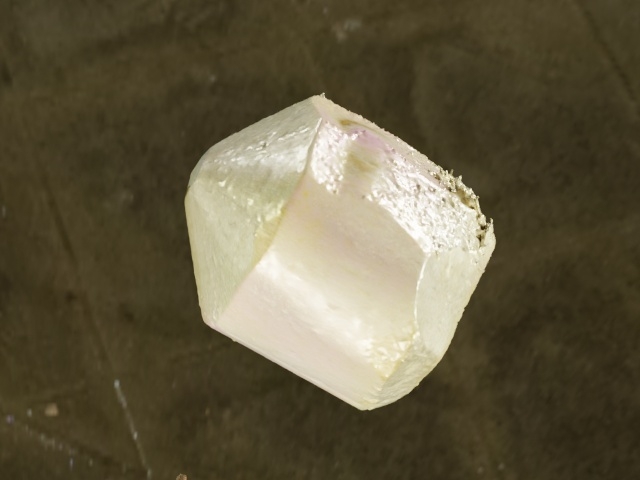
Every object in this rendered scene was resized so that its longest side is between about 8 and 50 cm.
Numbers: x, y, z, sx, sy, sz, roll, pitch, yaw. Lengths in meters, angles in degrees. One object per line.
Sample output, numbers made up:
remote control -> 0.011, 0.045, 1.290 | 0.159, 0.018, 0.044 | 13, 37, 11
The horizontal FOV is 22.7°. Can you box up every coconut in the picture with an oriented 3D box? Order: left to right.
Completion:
coconut -> 0.000, 0.000, 0.667 | 0.122, 0.116, 0.116 | 30, 59, -11

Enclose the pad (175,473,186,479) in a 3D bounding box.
pad -> -0.194, 0.373, 1.533 | 0.018, 0.284, 0.286 | 21, 71, -4
